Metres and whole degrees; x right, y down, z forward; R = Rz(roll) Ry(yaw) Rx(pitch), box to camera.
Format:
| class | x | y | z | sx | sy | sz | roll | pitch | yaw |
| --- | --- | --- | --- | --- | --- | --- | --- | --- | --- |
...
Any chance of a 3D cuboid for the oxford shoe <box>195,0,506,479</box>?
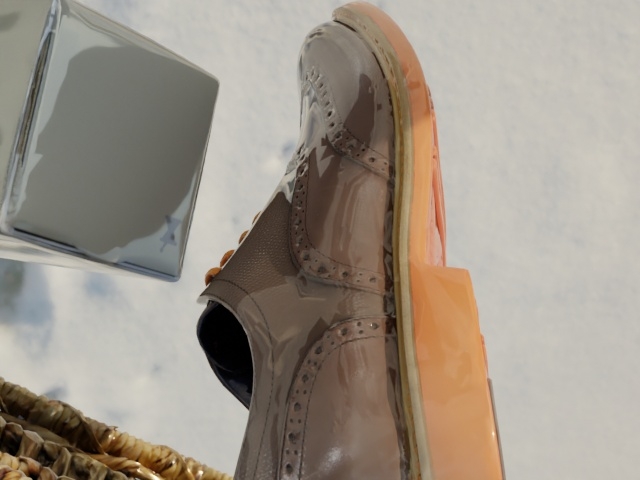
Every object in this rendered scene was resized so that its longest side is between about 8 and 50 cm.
| class | x | y | z | sx | sy | sz | roll | pitch | yaw |
| --- | --- | --- | --- | --- | --- | --- | --- | --- | --- |
| oxford shoe | 0.000 | 0.000 | 0.648 | 0.132 | 0.364 | 0.130 | -10 | 130 | 3 |

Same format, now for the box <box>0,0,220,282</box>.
| class | x | y | z | sx | sy | sz | roll | pitch | yaw |
| --- | --- | --- | --- | --- | --- | --- | --- | --- | --- |
| box | -0.227 | -0.061 | 0.744 | 0.311 | 0.121 | 0.148 | 7 | 171 | 32 |

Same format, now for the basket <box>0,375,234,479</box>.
| class | x | y | z | sx | sy | sz | roll | pitch | yaw |
| --- | --- | --- | --- | --- | --- | --- | --- | --- | --- |
| basket | -0.103 | 0.156 | 0.632 | 0.299 | 0.223 | 0.213 | 25 | 145 | -7 |
